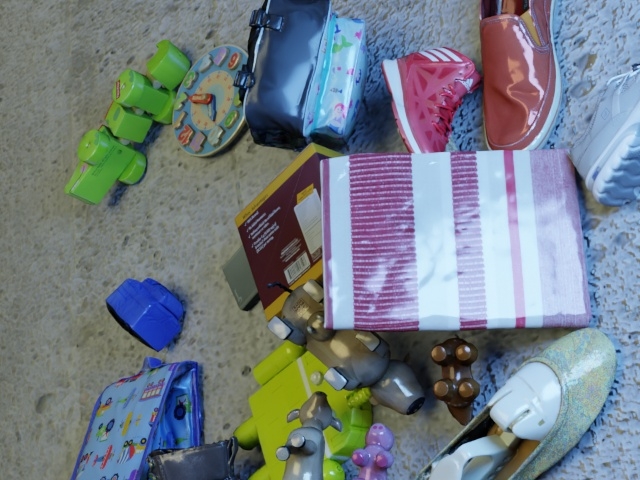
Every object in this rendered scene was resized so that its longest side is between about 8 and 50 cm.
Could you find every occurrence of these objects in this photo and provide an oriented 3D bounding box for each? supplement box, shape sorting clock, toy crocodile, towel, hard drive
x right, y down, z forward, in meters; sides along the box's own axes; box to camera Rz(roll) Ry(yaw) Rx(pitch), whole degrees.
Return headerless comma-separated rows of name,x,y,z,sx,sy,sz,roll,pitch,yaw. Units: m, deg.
supplement box,0.000,0.000,1.864,0.191,0.129,0.194,-42,51,30
shape sorting clock,-0.187,-0.243,2.203,0.206,0.040,0.206,-16,67,43
toy crocodile,-0.354,-0.211,2.316,0.340,0.115,0.105,-56,40,15
towel,0.166,0.000,1.603,0.037,0.329,0.237,90,179,-70
hard drive,-0.098,0.035,2.035,0.135,0.022,0.094,-48,48,25

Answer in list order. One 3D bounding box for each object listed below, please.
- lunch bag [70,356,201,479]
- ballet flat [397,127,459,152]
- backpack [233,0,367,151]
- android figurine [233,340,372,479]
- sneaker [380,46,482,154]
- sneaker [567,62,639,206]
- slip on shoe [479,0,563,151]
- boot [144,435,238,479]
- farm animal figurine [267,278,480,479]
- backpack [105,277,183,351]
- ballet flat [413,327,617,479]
lunch bag,-0.303,0.329,2.097,0.221,0.138,0.293,-23,53,43
ballet flat,0.149,-0.145,1.799,0.073,0.067,0.206,-49,47,27
backpack,-0.028,-0.241,1.909,0.253,0.191,0.225,129,153,-82
android figurine,-0.022,0.262,1.863,0.273,0.056,0.248,-40,52,33
sneaker,0.165,-0.184,1.727,0.128,0.087,0.221,-21,58,9
sneaker,0.388,-0.183,1.531,0.281,0.105,0.115,-56,45,19
slip on shoe,0.256,-0.264,1.701,0.123,0.101,0.331,-4,76,44
boot,-0.216,0.423,1.907,0.263,0.091,0.229,-20,84,8
farm animal figurine,0.044,0.185,1.694,0.330,0.172,0.326,-32,78,7
backpack,-0.298,0.118,2.170,0.101,0.098,0.120,-46,42,-13
ballet flat,0.225,0.244,1.564,0.348,0.123,0.123,-52,46,21
